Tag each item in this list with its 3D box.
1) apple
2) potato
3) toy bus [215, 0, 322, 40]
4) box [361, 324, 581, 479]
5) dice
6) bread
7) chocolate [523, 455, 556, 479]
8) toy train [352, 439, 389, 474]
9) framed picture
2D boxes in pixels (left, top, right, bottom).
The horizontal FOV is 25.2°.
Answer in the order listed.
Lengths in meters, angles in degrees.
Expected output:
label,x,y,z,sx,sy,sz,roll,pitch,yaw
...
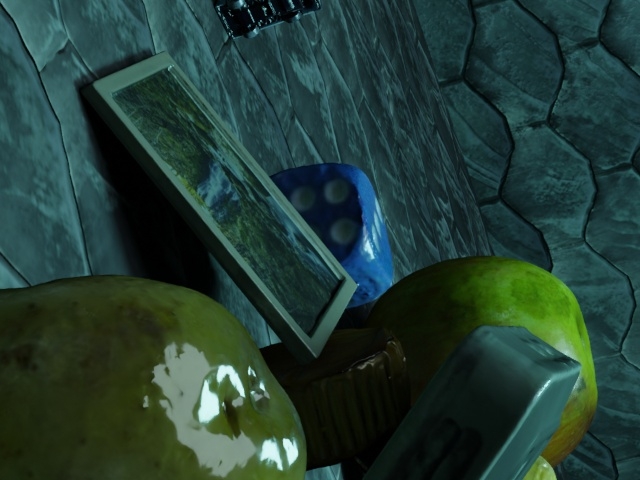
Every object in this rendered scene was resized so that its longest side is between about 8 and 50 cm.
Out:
label,x,y,z,sx,sy,sz,roll,pitch,yaw
apple,0.221,0.182,1.961,0.339,0.339,0.339,-15,90,-76
potato,-0.130,0.129,0.903,0.242,0.242,0.285,-74,143,-64
toy bus,-0.064,-0.305,1.775,0.075,0.123,0.060,-95,163,-47
box,0.100,0.263,1.373,0.111,0.396,0.396,36,7,14
dice,0.000,0.000,1.673,0.146,0.143,0.146,53,25,-65
bread,-0.009,0.155,1.363,0.199,0.199,0.104,-47,123,-74
chocolate,0.178,0.428,1.645,0.445,0.162,0.162,-56,132,-46
toy train,0.183,0.382,1.811,0.409,0.086,0.089,52,-11,-10
framed picture,-0.087,-0.041,1.388,0.324,0.020,0.240,52,18,-4
